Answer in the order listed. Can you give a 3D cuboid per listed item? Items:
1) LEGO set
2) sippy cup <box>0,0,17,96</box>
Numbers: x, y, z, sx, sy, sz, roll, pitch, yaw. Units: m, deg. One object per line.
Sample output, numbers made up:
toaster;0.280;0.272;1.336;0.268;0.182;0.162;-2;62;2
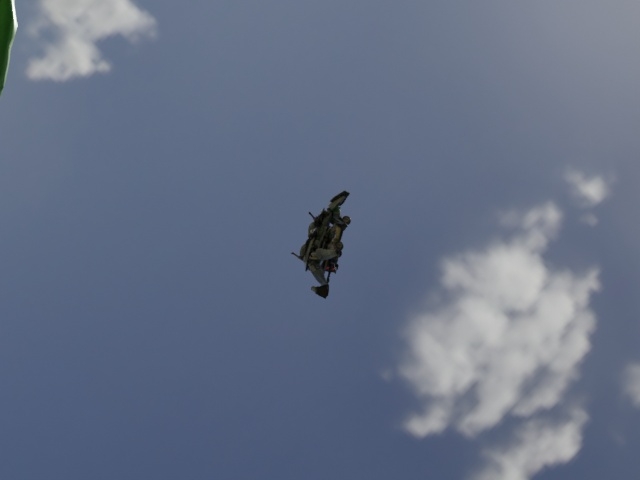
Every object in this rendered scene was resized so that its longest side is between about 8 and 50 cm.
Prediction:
LEGO set;-0.001;0.002;0.796;0.083;0.023;0.054;96;10;-76
sippy cup;-0.182;-0.104;0.247;0.305;0.240;0.224;99;-8;-63
